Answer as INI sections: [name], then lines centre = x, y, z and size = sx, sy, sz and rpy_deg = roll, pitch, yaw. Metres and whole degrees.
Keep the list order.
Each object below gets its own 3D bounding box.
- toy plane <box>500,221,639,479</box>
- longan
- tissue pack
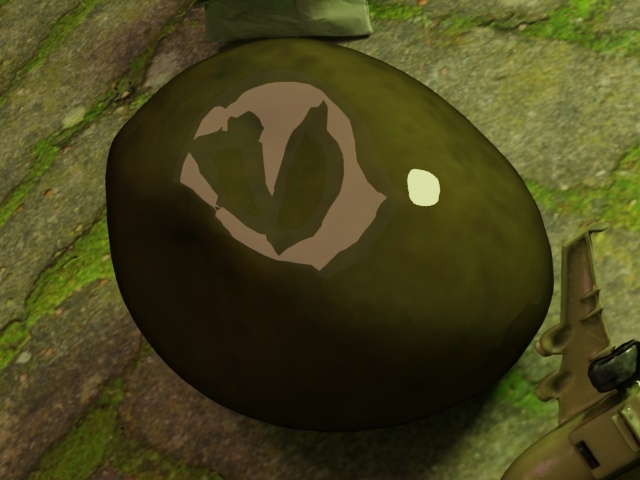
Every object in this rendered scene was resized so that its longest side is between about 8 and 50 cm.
[toy plane]
centre = 0.189, 0.112, 0.893
size = 0.244, 0.229, 0.092
rpy_deg = -39, -10, 34
[longan]
centre = 0.000, 0.000, 1.052
size = 0.350, 0.288, 0.288
rpy_deg = 29, 70, 37
[tissue pack]
centre = -0.038, -0.275, 1.458
size = 0.209, 0.148, 0.156
rpy_deg = -1, 90, 34
